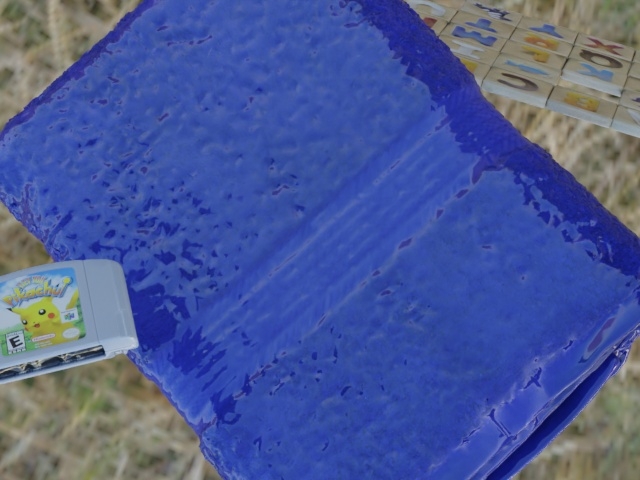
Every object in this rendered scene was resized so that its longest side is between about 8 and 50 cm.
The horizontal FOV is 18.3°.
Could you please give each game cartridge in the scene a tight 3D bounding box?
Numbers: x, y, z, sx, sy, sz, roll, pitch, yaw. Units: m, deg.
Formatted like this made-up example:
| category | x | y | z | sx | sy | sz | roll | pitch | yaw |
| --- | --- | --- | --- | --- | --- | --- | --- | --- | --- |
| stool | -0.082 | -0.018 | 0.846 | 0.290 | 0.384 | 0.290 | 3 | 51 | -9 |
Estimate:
| category | x | y | z | sx | sy | sz | roll | pitch | yaw |
| --- | --- | --- | --- | --- | --- | --- | --- | --- | --- |
| game cartridge | -0.129 | 0.036 | 0.918 | 0.083 | 0.056 | 0.017 | -14 | 137 | -4 |

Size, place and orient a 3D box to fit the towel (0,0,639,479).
| category | x | y | z | sx | sy | sz | roll | pitch | yaw |
| --- | --- | --- | --- | --- | --- | --- | --- | --- | --- |
| towel | 0.000 | 0.000 | 0.998 | 0.227 | 0.076 | 0.308 | -42 | 72 | -1 |

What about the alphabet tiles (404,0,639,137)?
| category | x | y | z | sx | sy | sz | roll | pitch | yaw |
| --- | --- | --- | --- | --- | --- | --- | --- | --- | --- |
| alphabet tiles | 0.116 | -0.120 | 1.249 | 0.237 | 0.198 | 0.009 | 18 | 111 | 7 |
